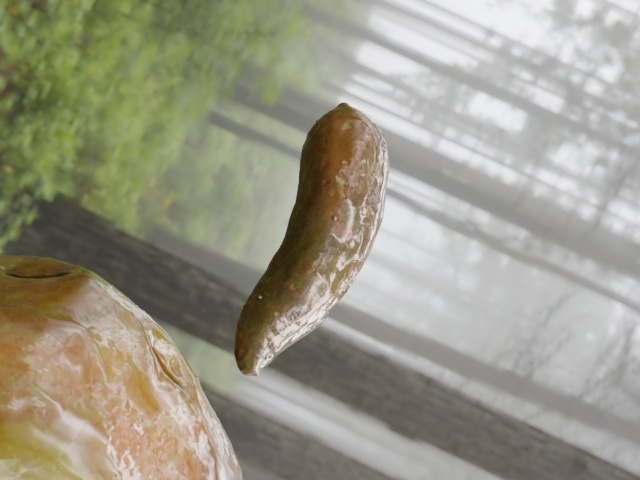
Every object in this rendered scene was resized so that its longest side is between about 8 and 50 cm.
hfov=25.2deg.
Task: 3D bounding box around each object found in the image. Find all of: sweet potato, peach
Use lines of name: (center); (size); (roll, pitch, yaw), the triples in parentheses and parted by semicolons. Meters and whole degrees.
sweet potato: (0.001, 0.001, 1.333); (0.097, 0.097, 0.292); (102, 7, -68)
peach: (-0.146, 0.119, 0.767); (0.214, 0.235, 0.214); (25, 90, -85)
